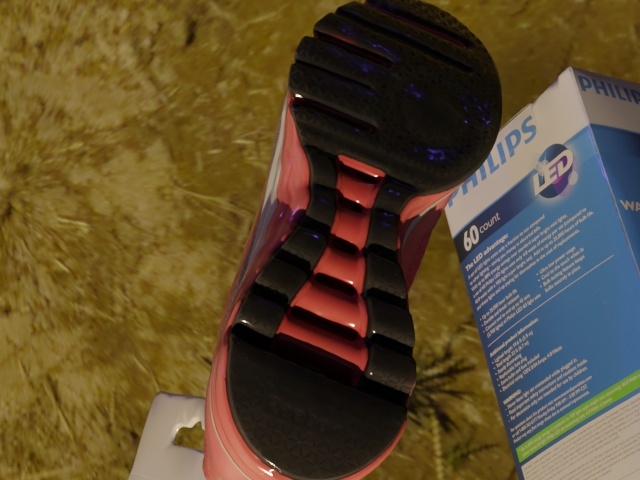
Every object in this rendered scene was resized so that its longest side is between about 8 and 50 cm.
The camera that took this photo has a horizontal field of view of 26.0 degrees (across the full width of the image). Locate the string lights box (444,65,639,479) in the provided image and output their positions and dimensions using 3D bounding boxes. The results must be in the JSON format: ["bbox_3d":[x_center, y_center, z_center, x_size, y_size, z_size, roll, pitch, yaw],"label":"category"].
[{"bbox_3d":[0.161,0.046,0.794,0.077,0.133,0.260,8,56,-33],"label":"string lights box"}]

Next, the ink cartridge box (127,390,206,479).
[{"bbox_3d":[-0.096,0.314,1.151,0.119,0.207,0.353,20,79,-30],"label":"ink cartridge box"}]

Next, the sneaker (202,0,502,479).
[{"bbox_3d":[-0.001,0.000,0.734,0.116,0.136,0.314,26,57,-9],"label":"sneaker"}]
